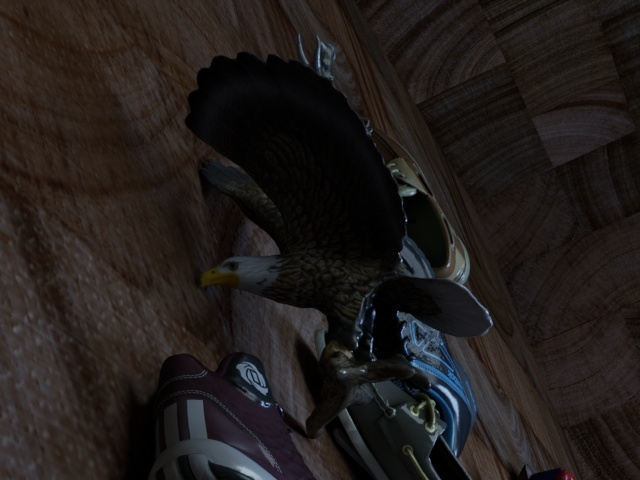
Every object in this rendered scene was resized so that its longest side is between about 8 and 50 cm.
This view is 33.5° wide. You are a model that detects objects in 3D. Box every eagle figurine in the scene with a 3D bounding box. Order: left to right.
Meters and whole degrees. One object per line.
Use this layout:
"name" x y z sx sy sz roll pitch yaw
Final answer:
"eagle figurine" -0.009 -0.001 0.948 0.225 0.226 0.298 16 53 -47

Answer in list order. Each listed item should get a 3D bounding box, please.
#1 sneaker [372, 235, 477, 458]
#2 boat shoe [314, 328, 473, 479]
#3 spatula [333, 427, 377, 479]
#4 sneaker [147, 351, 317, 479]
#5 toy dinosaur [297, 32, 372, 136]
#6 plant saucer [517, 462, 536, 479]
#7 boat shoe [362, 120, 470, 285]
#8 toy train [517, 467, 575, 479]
"sneaker" 0.099 0.121 1.300 0.340 0.125 0.139 61 18 -10
"boat shoe" 0.094 0.213 1.108 0.305 0.091 0.109 61 15 -5
"spatula" 0.076 0.303 1.109 0.242 0.019 0.168 50 20 -39
"sneaker" -0.023 0.167 0.753 0.281 0.106 0.162 53 14 -42
"toy dinosaur" 0.017 -0.127 1.526 0.160 0.121 0.313 28 42 -51
"plant saucer" 0.425 0.531 2.063 0.198 0.036 0.198 59 13 -23
"boat shoe" 0.120 -0.064 1.627 0.324 0.123 0.120 54 0 21
"toy train" 0.340 0.477 1.634 0.143 0.105 0.248 57 39 -9
